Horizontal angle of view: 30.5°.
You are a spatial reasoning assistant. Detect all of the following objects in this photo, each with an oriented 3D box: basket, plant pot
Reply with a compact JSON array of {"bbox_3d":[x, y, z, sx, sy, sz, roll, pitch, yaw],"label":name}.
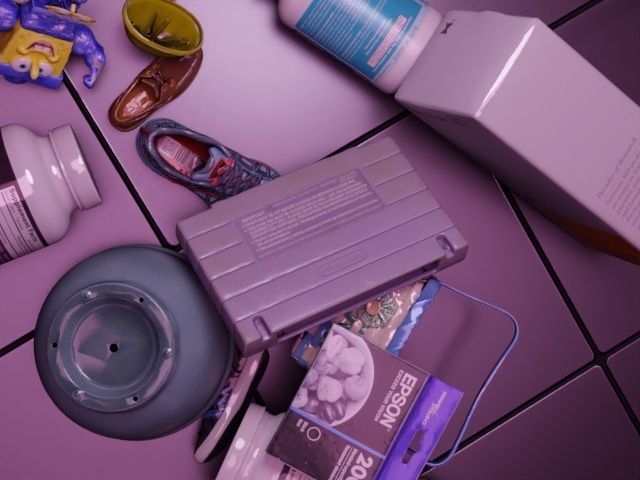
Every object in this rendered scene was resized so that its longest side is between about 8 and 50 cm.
[{"bbox_3d":[0.115,0.165,1.737,0.289,0.201,0.254,28,89,0],"label":"basket"},{"bbox_3d":[-0.275,0.147,1.655,0.293,0.196,0.293,0,87,2],"label":"plant pot"}]

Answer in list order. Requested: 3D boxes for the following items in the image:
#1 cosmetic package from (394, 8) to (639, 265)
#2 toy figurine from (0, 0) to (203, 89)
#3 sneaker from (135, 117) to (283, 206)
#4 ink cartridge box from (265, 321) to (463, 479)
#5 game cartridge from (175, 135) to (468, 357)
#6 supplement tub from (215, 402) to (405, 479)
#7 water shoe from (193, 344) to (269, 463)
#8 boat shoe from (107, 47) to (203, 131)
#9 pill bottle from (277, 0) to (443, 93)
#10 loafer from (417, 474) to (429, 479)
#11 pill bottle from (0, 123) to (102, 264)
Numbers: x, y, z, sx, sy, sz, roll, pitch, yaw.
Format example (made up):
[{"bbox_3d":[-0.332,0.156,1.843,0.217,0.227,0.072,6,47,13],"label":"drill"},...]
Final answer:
[{"bbox_3d":[0.353,-0.134,1.677,0.453,0.230,0.161,34,88,-27],"label":"cosmetic package"},{"bbox_3d":[-0.379,-0.308,1.689,0.362,0.217,0.191,11,47,-34],"label":"toy figurine"},{"bbox_3d":[-0.153,-0.092,1.723,0.262,0.125,0.104,24,90,-9],"label":"sneaker"},{"bbox_3d":[0.061,0.251,1.617,0.208,0.045,0.206,28,91,1],"label":"ink cartridge box"},{"bbox_3d":[0.000,0.000,1.658,0.355,0.068,0.230,-23,57,-18],"label":"game cartridge"},{"bbox_3d":[-0.014,0.370,1.725,0.272,0.191,0.191,25,89,1],"label":"supplement tub"},{"bbox_3d":[-0.151,0.238,1.780,0.080,0.073,0.203,28,86,15],"label":"water shoe"},{"bbox_3d":[-0.241,-0.229,1.735,0.178,0.060,0.064,-44,98,-4],"label":"boat shoe"},{"bbox_3d":[0.039,-0.343,1.727,0.264,0.146,0.146,33,88,-9],"label":"pill bottle"},{"bbox_3d":[0.212,0.470,1.818,0.092,0.102,0.268,-45,99,-10],"label":"loafer"},{"bbox_3d":[-0.481,-0.050,1.650,0.323,0.181,0.181,-23,96,-7],"label":"pill bottle"}]
